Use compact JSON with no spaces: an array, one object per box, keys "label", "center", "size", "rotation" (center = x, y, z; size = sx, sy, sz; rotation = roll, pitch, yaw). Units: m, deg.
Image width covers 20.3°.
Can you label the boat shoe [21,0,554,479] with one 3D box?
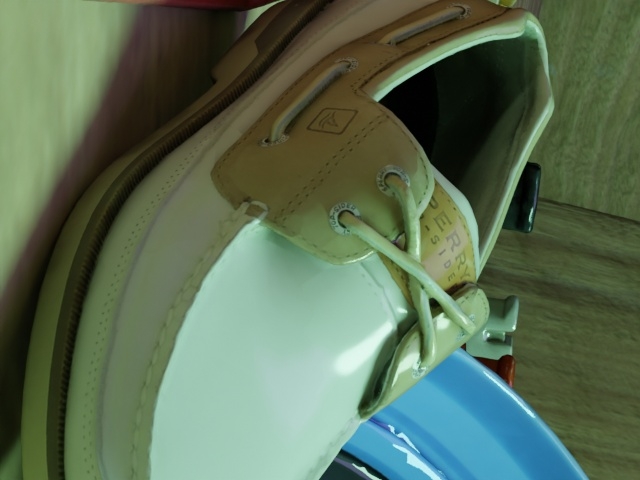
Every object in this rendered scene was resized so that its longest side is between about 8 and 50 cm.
[{"label":"boat shoe","center":[0.000,0.000,0.592],"size":[0.113,0.103,0.302],"rotation":[65,31,-32]}]

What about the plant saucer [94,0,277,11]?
[{"label":"plant saucer","center":[0.062,-0.138,0.571],"size":[0.259,0.258,0.048],"rotation":[-37,108,-78]}]

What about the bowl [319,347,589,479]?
[{"label":"bowl","center":[0.039,0.222,0.691],"size":[0.391,0.077,0.391],"rotation":[35,42,-39]}]

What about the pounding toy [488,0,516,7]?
[{"label":"pounding toy","center":[0.104,-0.174,1.183],"size":[0.130,0.100,0.141],"rotation":[9,95,-83]}]

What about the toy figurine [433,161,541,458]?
[{"label":"toy figurine","center":[0.029,0.058,0.947],"size":[0.213,0.148,0.209],"rotation":[89,11,-55]}]
